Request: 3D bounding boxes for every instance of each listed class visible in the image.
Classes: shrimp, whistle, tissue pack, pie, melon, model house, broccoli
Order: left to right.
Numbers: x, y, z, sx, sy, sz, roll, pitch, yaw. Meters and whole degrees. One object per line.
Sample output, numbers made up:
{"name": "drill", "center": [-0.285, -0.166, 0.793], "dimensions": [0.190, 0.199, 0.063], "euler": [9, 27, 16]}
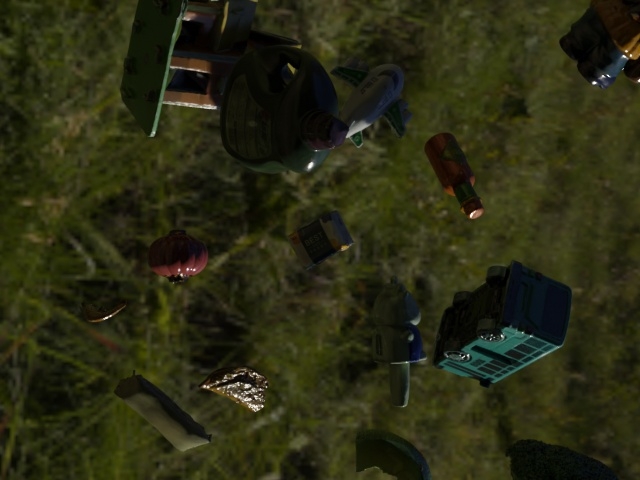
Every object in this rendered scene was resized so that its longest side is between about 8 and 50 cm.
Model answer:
{"name": "shrimp", "center": [-0.392, 0.121, 2.074], "dimensions": [0.114, 0.083, 0.023], "euler": [17, -54, 58]}
{"name": "model house", "center": [-0.211, -0.387, 2.225], "dimensions": [0.340, 0.324, 0.300], "euler": [51, -49, 50]}
{"name": "pie", "center": [-0.159, 0.291, 2.302], "dimensions": [0.092, 0.170, 0.034], "euler": [-48, -138, 7]}
{"name": "tissue pack", "center": [0.000, 0.000, 1.742], "dimensions": [0.083, 0.042, 0.062], "euler": [-29, -91, 23]}
{"name": "melon", "center": [0.155, 0.479, 2.412], "dimensions": [0.118, 0.210, 0.064], "euler": [-59, 175, 8]}
{"name": "whistle", "center": [0.146, 0.187, 2.140], "dimensions": [0.110, 0.092, 0.244], "euler": [171, -85, -67]}
{"name": "broccoli", "center": [0.452, 0.517, 2.196], "dimensions": [0.307, 0.275, 0.308], "euler": [58, -2, 3]}

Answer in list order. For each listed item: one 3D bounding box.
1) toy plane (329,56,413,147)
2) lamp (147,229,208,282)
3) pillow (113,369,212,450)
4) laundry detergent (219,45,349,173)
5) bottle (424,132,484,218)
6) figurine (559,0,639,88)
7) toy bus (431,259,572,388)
{"name": "toy plane", "center": [0.085, -0.246, 2.040], "dimensions": [0.080, 0.174, 0.173], "euler": [156, -65, -76]}
{"name": "lamp", "center": [-0.251, 0.028, 2.018], "dimensions": [0.107, 0.108, 0.092], "euler": [164, -72, -69]}
{"name": "pillow", "center": [-0.310, 0.333, 2.228], "dimensions": [0.119, 0.208, 0.053], "euler": [-24, -154, 56]}
{"name": "laundry detergent", "center": [-0.034, -0.143, 1.263], "dimensions": [0.222, 0.078, 0.144], "euler": [16, -82, 60]}
{"name": "bottle", "center": [0.263, -0.121, 2.211], "dimensions": [0.187, 0.069, 0.069], "euler": [67, -31, 31]}
{"name": "figurine", "center": [0.539, -0.390, 1.836], "dimensions": [0.332, 0.204, 0.185], "euler": [-36, -109, 13]}
{"name": "toy bus", "center": [0.299, 0.147, 1.919], "dimensions": [0.256, 0.147, 0.128], "euler": [133, -23, -59]}
